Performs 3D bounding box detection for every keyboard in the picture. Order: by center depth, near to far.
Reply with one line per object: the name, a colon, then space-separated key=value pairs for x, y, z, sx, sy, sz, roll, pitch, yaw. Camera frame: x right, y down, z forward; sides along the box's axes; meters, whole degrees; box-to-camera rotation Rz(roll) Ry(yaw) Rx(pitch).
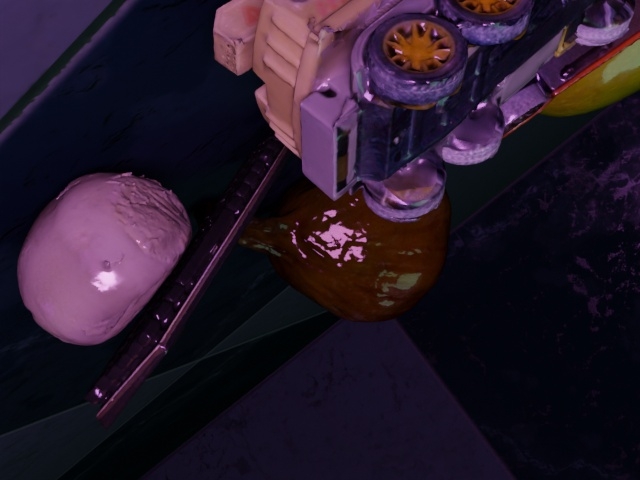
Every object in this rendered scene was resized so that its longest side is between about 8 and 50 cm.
keyboard: x=-0.077 y=-0.001 z=0.660 sx=0.106 sy=0.027 sz=0.317 roll=-48 pitch=-170 yaw=37

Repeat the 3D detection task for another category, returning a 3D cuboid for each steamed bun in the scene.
steamed bun: x=-0.151 y=0.009 z=0.610 sx=0.112 sy=0.091 sz=0.130 roll=-46 pitch=-169 yaw=27

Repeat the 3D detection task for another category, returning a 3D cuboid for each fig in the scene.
fig: x=-0.005 y=-0.025 z=0.949 sx=0.290 sy=0.190 sz=0.190 roll=18 pitch=139 yaw=-25

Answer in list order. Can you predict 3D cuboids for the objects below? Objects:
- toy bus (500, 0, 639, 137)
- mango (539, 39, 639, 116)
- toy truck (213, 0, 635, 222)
toy bus: x=0.197 y=-0.197 z=0.687 sx=0.329 sy=0.143 sz=0.153 roll=-35 pitch=174 yaw=4
mango: x=0.311 y=-0.243 z=0.863 sx=0.343 sy=0.156 sz=0.192 roll=-37 pitch=-178 yaw=-13
toy truck: x=0.070 y=-0.145 z=0.519 sx=0.272 sy=0.157 sz=0.124 roll=-41 pitch=156 yaw=-21
